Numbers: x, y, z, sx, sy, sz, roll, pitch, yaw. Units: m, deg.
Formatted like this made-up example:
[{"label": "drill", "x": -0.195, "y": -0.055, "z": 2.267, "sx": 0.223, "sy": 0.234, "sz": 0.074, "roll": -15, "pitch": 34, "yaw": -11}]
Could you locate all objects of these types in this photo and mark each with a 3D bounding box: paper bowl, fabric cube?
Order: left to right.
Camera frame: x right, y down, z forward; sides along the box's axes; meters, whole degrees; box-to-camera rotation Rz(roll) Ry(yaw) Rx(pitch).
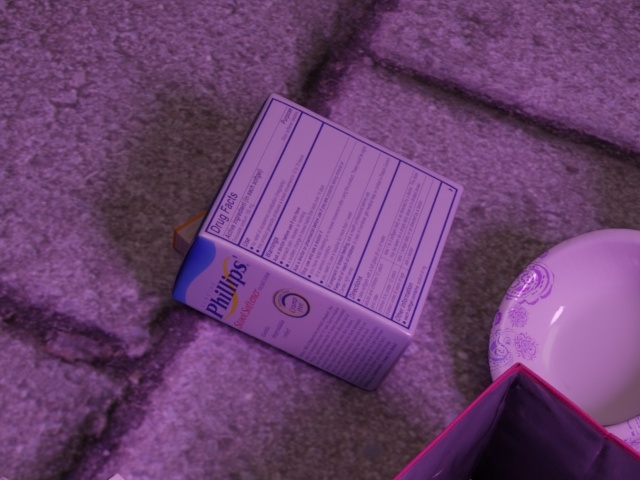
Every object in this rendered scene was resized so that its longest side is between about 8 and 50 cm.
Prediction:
[{"label": "fabric cube", "x": 0.203, "y": 0.343, "z": 1.488, "sx": 0.259, "sy": 0.258, "sz": 0.254, "roll": 38, "pitch": 54, "yaw": 20}, {"label": "paper bowl", "x": 0.358, "y": 0.140, "z": 1.708, "sx": 0.284, "sy": 0.148, "sz": 0.284, "roll": -16, "pitch": 56, "yaw": 24}]

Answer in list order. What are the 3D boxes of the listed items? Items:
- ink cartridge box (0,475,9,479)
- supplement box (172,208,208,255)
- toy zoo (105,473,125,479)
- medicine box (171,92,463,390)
[{"label": "ink cartridge box", "x": -0.351, "y": 0.377, "z": 1.468, "sx": 0.158, "sy": 0.092, "sz": 0.218, "roll": 31, "pitch": 54, "yaw": 14}, {"label": "supplement box", "x": -0.139, "y": 0.012, "z": 1.842, "sx": 0.062, "sy": 0.036, "sz": 0.098, "roll": -33, "pitch": 63, "yaw": -32}, {"label": "toy zoo", "x": -0.202, "y": 0.379, "z": 1.451, "sx": 0.293, "sy": 0.030, "sz": 0.192, "roll": 46, "pitch": 53, "yaw": -7}, {"label": "medicine box", "x": 0.000, "y": 0.000, "z": 1.774, "sx": 0.289, "sy": 0.149, "sz": 0.263, "roll": 26, "pitch": 50, "yaw": -3}]
